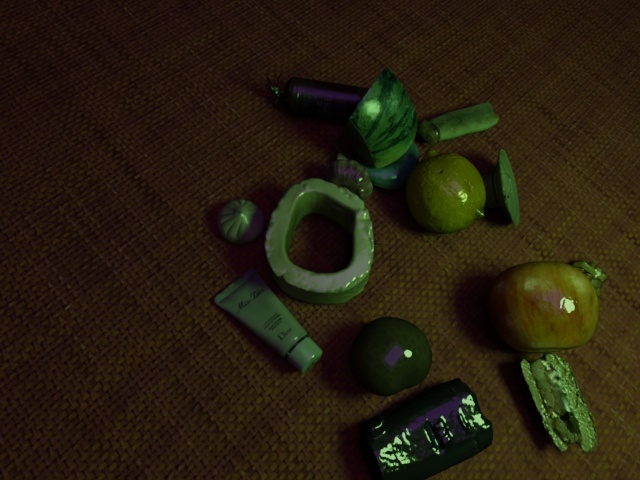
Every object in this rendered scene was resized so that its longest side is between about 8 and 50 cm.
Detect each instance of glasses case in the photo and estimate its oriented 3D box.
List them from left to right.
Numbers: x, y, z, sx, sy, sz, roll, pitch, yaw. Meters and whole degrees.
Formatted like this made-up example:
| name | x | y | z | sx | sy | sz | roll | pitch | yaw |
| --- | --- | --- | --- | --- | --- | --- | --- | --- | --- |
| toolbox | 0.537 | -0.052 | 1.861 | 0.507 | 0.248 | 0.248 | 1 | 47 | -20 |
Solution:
| name | x | y | z | sx | sy | sz | roll | pitch | yaw |
| --- | --- | --- | --- | --- | --- | --- | --- | --- | --- |
| glasses case | 0.090 | -0.293 | 1.462 | 0.063 | 0.041 | 0.164 | 17 | 66 | -9 |

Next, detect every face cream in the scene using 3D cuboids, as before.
| name | x | y | z | sx | sy | sz | roll | pitch | yaw |
| --- | --- | --- | --- | --- | --- | --- | --- | --- | --- |
| face cream | -0.131 | 0.218 | 1.210 | 0.314 | 0.089 | 0.143 | 40 | 67 | 19 |

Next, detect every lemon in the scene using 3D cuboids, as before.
| name | x | y | z | sx | sy | sz | roll | pitch | yaw |
| --- | --- | --- | --- | --- | --- | --- | --- | --- | --- |
| lemon | 0.369 | -0.145 | 1.348 | 0.229 | 0.228 | 0.253 | -9 | 67 | -13 |

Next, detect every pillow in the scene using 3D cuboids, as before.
| name | x | y | z | sx | sy | sz | roll | pitch | yaw |
| --- | --- | --- | --- | --- | --- | --- | --- | --- | --- |
| pillow | 0.212 | -0.270 | 1.446 | 0.214 | 0.086 | 0.233 | 19 | 67 | -7 |

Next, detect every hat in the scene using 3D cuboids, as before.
| name | x | y | z | sx | sy | sz | roll | pitch | yaw |
| --- | --- | --- | --- | --- | --- | --- | --- | --- | --- |
| hat | 0.550 | -0.158 | 1.442 | 0.110 | 0.252 | 0.251 | -11 | 63 | 32 |

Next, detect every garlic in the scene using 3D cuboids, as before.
| name | x | y | z | sx | sy | sz | roll | pitch | yaw |
| --- | --- | --- | --- | --- | --- | --- | --- | --- | --- |
| garlic | 0.080 | -0.168 | 1.361 | 0.159 | 0.147 | 0.102 | 50 | 28 | -16 |

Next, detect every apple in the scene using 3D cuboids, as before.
| name | x | y | z | sx | sy | sz | roll | pitch | yaw |
| --- | --- | --- | --- | --- | --- | --- | --- | --- | --- |
| apple | 0.604 | 0.187 | 1.238 | 0.287 | 0.286 | 0.232 | 4 | 68 | -8 |

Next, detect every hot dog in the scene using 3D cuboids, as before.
| name | x | y | z | sx | sy | sz | roll | pitch | yaw |
| --- | --- | --- | --- | --- | --- | --- | --- | --- | --- |
| hot dog | 0.786 | 0.163 | 1.382 | 0.109 | 0.072 | 0.269 | 35 | 66 | 8 |

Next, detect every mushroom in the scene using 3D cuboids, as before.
| name | x | y | z | sx | sy | sz | roll | pitch | yaw |
| --- | --- | --- | --- | --- | --- | --- | --- | --- | --- |
| mushroom | 0.468 | -0.398 | 1.551 | 0.313 | 0.081 | 0.099 | -19 | 76 | -20 |

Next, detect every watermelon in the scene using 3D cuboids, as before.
| name | x | y | z | sx | sy | sz | roll | pitch | yaw |
| --- | --- | --- | --- | --- | --- | --- | --- | --- | --- |
| watermelon | 0.154 | -0.366 | 1.356 | 0.201 | 0.261 | 0.212 | 22 | 67 | 40 |

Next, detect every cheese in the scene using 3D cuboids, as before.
| name | x | y | z | sx | sy | sz | roll | pitch | yaw |
| --- | --- | --- | --- | --- | --- | --- | --- | --- | --- |
| cheese | 0.003 | 0.001 | 1.258 | 0.293 | 0.153 | 0.331 | 6 | 70 | 2 |

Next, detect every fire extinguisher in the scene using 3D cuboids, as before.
| name | x | y | z | sx | sy | sz | roll | pitch | yaw |
| --- | --- | --- | --- | --- | --- | --- | --- | --- | --- |
| fire extinguisher | -0.008 | -0.468 | 1.468 | 0.338 | 0.135 | 0.114 | 5 | 43 | -7 |

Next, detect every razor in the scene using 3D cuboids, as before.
| name | x | y | z | sx | sy | sz | roll | pitch | yaw |
| --- | --- | --- | --- | --- | --- | --- | --- | --- | --- |
| razor | 0.263 | 0.490 | 1.143 | 0.327 | 0.107 | 0.189 | -18 | 73 | -15 |

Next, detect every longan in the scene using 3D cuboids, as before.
| name | x | y | z | sx | sy | sz | roll | pitch | yaw |
| --- | --- | --- | --- | --- | --- | --- | --- | --- | --- |
| longan | 0.177 | 0.297 | 1.167 | 0.212 | 0.198 | 0.198 | -37 | 79 | -13 |

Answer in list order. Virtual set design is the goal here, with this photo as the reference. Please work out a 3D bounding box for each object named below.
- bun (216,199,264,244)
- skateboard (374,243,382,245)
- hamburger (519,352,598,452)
| name | x | y | z | sx | sy | sz | roll | pitch | yaw |
| --- | --- | --- | --- | --- | --- | --- | --- | --- | --- |
| bun | -0.229 | -0.062 | 1.291 | 0.139 | 0.094 | 0.138 | 2 | 67 | -5 |
| skateboard | 0.146 | 0.036 | 1.350 | 0.084 | 0.032 | 0.063 | -14 | 82 | -12 |
| hamburger | 0.643 | 0.429 | 1.220 | 0.124 | 0.131 | 0.261 | -22 | 76 | 19 |
